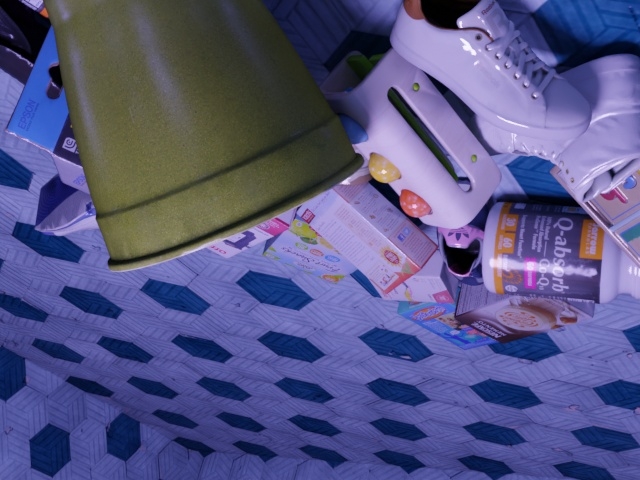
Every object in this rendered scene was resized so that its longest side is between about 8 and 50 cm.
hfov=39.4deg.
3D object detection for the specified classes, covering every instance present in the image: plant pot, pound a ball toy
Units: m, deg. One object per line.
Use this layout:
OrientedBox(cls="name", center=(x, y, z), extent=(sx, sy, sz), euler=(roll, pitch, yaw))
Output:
OrientedBox(cls="plant pot", center=(-0.175, -0.197, 1.163), extent=(0.366, 0.366, 0.353), euler=(-12, 105, 42))
OrientedBox(cls="pound a ball toy", center=(0.116, -0.130, 1.345), extent=(0.319, 0.135, 0.208), euler=(47, 164, -27))

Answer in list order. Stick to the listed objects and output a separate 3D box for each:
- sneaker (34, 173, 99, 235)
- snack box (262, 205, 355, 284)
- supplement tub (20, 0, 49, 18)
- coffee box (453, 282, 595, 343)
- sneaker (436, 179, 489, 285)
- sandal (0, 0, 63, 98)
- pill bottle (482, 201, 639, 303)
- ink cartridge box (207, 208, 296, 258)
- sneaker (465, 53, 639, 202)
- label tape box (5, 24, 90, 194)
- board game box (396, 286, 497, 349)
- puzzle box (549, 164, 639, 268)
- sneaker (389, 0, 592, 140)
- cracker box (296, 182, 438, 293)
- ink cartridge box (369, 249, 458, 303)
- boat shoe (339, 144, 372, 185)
OrientedBox(cls="sneaker", center=(-0.345, -0.055, 1.603), extent=(0.315, 0.127, 0.182), euler=(-16, 146, 26))
OrientedBox(cls="snack box", center=(0.000, 0.000, 1.783), extent=(0.174, 0.070, 0.207), euler=(22, 154, -13))
OrientedBox(cls="supplement tub", center=(-0.393, -0.379, 1.243), extent=(0.198, 0.106, 0.106), euler=(31, 149, -27))
OrientedBox(cls="coffee box", center=(0.398, 0.112, 1.750), extent=(0.141, 0.098, 0.246), euler=(27, 151, -21))
OrientedBox(cls="sneaker", center=(0.257, 0.026, 1.627), extent=(0.112, 0.131, 0.319), euler=(4, 151, 19))
OrientedBox(cls="sandal", center=(-0.482, -0.346, 1.336), extent=(0.107, 0.167, 0.446), euler=(-34, 137, 25))
OrientedBox(cls="pill bottle", center=(0.421, 0.022, 1.501), extent=(0.278, 0.162, 0.162), euler=(4, 151, 21))
OrientedBox(cls="ink cartridge box", center=(-0.176, -0.068, 1.714), extent=(0.172, 0.100, 0.237), euler=(30, 149, -25))
OrientedBox(cls="sneaker", center=(0.322, -0.128, 1.248), extent=(0.108, 0.169, 0.292), euler=(3, 165, -37))
OrientedBox(cls="label tape box", center=(-0.295, -0.184, 1.388), extent=(0.334, 0.240, 0.106), euler=(25, 158, -24))
OrientedBox(cls="board game box", center=(0.299, 0.168, 1.965), extent=(0.210, 0.047, 0.160), euler=(29, 150, -25))
OrientedBox(cls="puzzle box", center=(0.524, -0.094, 1.212), extent=(0.272, 0.052, 0.409), euler=(47, 150, 3))
OrientedBox(cls="sneaker", center=(0.223, -0.233, 1.135), extent=(0.290, 0.106, 0.123), euler=(31, 148, 9))
OrientedBox(cls="cracker box", center=(0.081, -0.021, 1.613), extent=(0.232, 0.067, 0.156), euler=(42, 153, -2))
OrientedBox(cls="ink cartridge box", center=(0.171, 0.073, 1.831), extent=(0.198, 0.067, 0.115), euler=(1, 150, 27))
OrientedBox(cls="boat shoe", center=(-0.058, -0.155, 1.508), extent=(0.302, 0.109, 0.098), euler=(6, 113, 21))
